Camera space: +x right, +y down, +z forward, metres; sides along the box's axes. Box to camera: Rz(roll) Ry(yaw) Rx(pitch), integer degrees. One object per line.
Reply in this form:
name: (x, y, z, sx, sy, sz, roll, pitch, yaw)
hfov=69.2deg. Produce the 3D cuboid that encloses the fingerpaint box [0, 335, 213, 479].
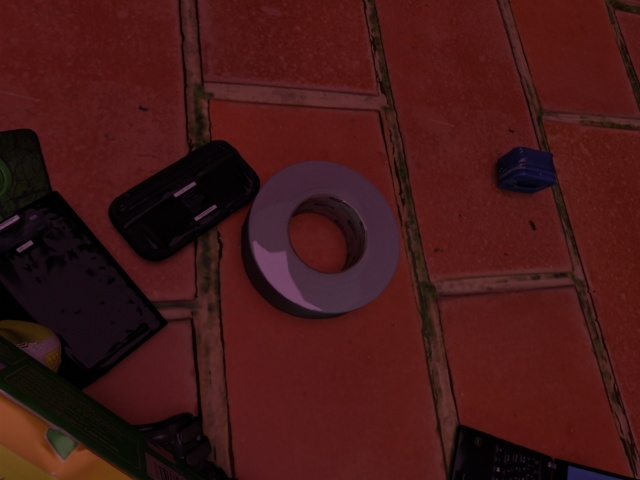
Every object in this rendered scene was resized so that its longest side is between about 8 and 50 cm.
fingerpaint box: (-0.320, 0.248, 0.299, 0.445, 0.163, 0.371, 41, 70, -13)

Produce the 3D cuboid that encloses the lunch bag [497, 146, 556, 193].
lunch bag: (0.366, -0.121, 0.831, 0.098, 0.067, 0.065, 6, 71, -16)

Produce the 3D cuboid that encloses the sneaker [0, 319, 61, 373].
sneaker: (-0.390, 0.133, 0.471, 0.240, 0.091, 0.126, 11, 97, 8)

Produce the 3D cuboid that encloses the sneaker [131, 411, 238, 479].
sneaker: (-0.115, 0.272, 0.513, 0.296, 0.104, 0.146, 9, 75, -12)

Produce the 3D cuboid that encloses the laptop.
laptop: (0.307, 0.401, 0.603, 0.264, 0.136, 0.234, 23, 66, -11)

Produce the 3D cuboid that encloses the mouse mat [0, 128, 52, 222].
mouse mat: (-0.412, -0.044, 0.568, 0.153, 0.007, 0.189, -17, 78, -23)

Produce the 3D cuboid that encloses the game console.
game console: (-0.226, -0.002, 0.599, 0.361, 0.044, 0.213, -39, 91, -26)

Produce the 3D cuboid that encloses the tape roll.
tape roll: (0.000, 0.000, 0.661, 0.219, 0.072, 0.219, 6, 71, -17)
